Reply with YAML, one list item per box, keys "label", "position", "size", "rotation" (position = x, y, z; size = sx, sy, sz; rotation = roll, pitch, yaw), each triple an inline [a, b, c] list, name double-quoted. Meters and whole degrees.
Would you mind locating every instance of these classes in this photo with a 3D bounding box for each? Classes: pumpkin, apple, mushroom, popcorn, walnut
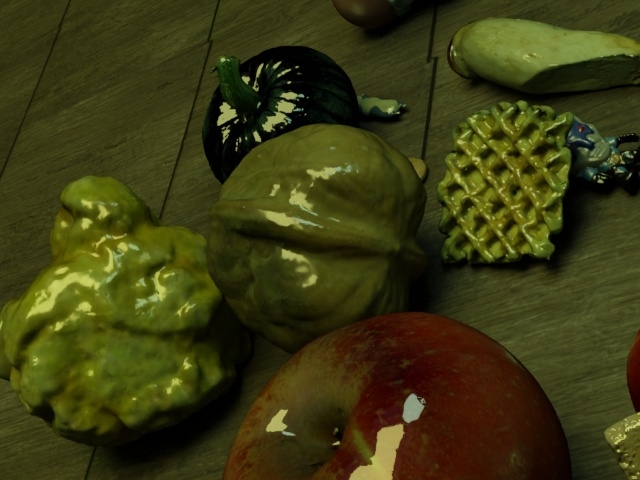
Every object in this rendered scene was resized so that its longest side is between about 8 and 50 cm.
- label: "pumpkin"
  position: [-0.078, -0.185, 1.959]
  size: [0.248, 0.248, 0.248]
  rotation: [-26, 38, 22]
- label: "apple"
  position: [0.079, 0.240, 1.326]
  size: [0.348, 0.277, 0.348]
  rotation: [-28, 38, 25]
- label: "mushroom"
  position: [0.300, -0.245, 1.797]
  size: [0.107, 0.087, 0.333]
  rotation: [-50, 38, -13]
- label: "popcorn"
  position: [-0.268, 0.109, 1.794]
  size: [0.294, 0.292, 0.334]
  rotation: [5, 61, 41]
- label: "walnut"
  position: [-0.001, 0.002, 1.675]
  size: [0.277, 0.253, 0.282]
  rotation: [8, 57, 49]

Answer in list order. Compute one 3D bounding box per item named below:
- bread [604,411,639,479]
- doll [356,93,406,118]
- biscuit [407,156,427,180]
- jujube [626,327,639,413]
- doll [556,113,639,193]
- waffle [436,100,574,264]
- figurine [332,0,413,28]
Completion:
- label: "bread"
  position: [0.326, 0.235, 1.206]
  size: [0.077, 0.152, 0.105]
  rotation: [-30, 32, 18]
- label: "doll"
  position: [0.080, -0.200, 2.006]
  size: [0.125, 0.027, 0.037]
  rotation: [10, 52, 49]
- label: "biscuit"
  position: [0.091, -0.060, 1.857]
  size: [0.147, 0.018, 0.071]
  rotation: [-47, 38, -8]
- label: "jujube"
  position: [0.402, 0.126, 1.250]
  size: [0.230, 0.155, 0.155]
  rotation: [4, 55, 33]
- label: "doll"
  position: [0.316, -0.111, 1.651]
  size: [0.195, 0.070, 0.096]
  rotation: [23, 70, 41]
- label: "waffle"
  position: [0.226, -0.071, 1.654]
  size: [0.223, 0.054, 0.204]
  rotation: [-4, 79, 52]
- label: "figurine"
  position: [0.155, -0.545, 2.119]
  size: [0.248, 0.276, 0.388]
  rotation: [7, 56, 26]
